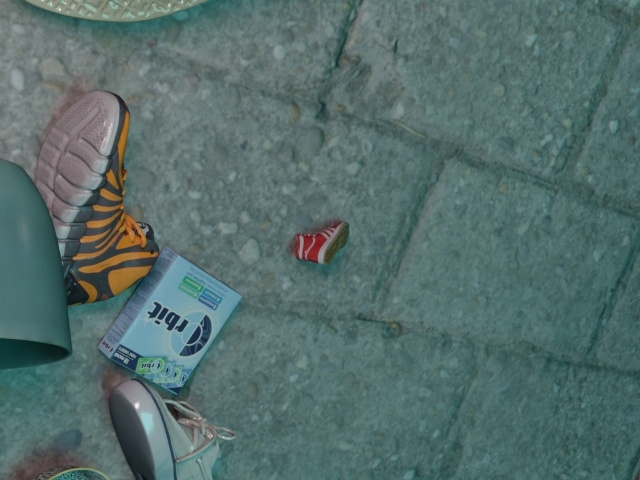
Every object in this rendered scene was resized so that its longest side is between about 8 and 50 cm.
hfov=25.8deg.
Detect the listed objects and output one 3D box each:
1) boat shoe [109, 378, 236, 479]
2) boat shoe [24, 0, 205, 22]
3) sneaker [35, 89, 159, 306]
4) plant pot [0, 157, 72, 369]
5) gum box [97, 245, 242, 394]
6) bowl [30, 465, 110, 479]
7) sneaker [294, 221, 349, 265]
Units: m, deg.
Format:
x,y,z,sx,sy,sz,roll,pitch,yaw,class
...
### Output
x,y,z,sx,sy,sz,roll,pitch,yaw,class
-0.208,0.325,2.170,0.156,0.136,0.367,-34,132,-23,boat shoe
-0.181,-0.410,1.819,0.500,0.156,0.187,-18,128,-19,boat shoe
-0.298,-0.054,1.930,0.180,0.124,0.321,3,120,-45,sneaker
-0.452,0.026,1.712,0.293,0.293,0.235,9,74,-43,plant pot
-0.226,0.123,2.118,0.157,0.041,0.184,37,86,-45,gum box
-0.396,0.397,2.084,0.170,0.080,0.170,-19,123,-33,bowl
0.000,0.000,2.256,0.118,0.067,0.042,-48,140,-55,sneaker
